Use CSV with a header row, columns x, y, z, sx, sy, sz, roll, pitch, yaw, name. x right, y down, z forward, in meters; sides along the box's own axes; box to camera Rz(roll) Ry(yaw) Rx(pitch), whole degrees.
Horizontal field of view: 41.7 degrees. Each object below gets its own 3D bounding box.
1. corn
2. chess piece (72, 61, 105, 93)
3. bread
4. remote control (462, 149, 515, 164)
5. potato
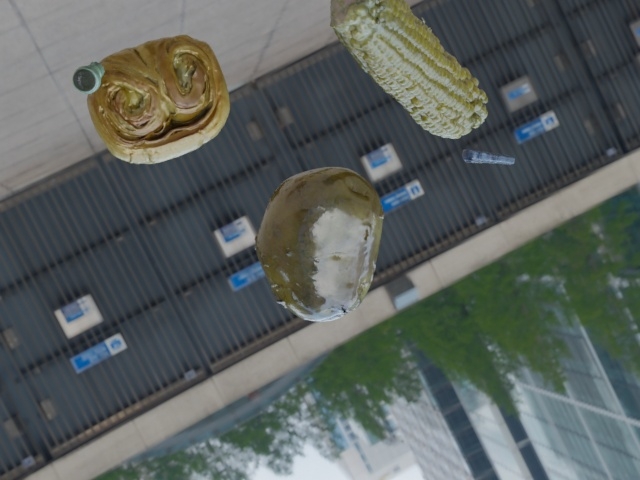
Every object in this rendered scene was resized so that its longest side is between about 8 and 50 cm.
x,y,z,sx,sy,sz,roll,pitch,yaw,name
0.096,-0.187,0.884,0.086,0.087,0.288,-25,151,23,corn
-0.354,-0.255,1.300,0.042,0.042,0.093,-26,-160,6,chess piece
-0.273,-0.236,1.424,0.236,0.198,0.120,-23,-162,-16,bread
0.341,-0.170,1.725,0.043,0.027,0.152,3,-177,44,remote control
0.000,0.000,0.892,0.137,0.176,0.137,9,-154,-4,potato
